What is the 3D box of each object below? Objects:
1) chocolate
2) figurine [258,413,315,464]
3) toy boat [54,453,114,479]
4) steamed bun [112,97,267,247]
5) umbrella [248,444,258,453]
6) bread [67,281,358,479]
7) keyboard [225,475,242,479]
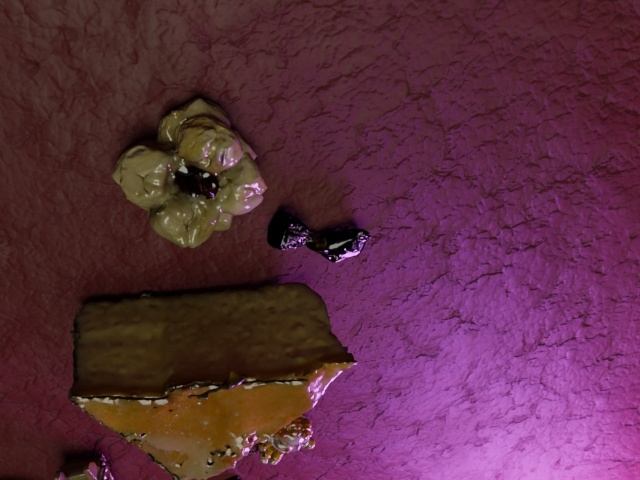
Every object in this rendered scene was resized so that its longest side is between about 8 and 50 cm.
[{"bbox_3d":[-0.002,0.001,1.159,0.147,0.070,0.072,17,147,-21],"label":"chocolate"},{"bbox_3d":[-0.061,0.349,1.382,0.101,0.068,0.143,-4,136,-4],"label":"figurine"},{"bbox_3d":[-0.395,0.492,1.374,0.089,0.115,0.310,-8,125,-6],"label":"toy boat"},{"bbox_3d":[-0.168,-0.072,1.048,0.177,0.106,0.192,-29,126,10],"label":"steamed bun"},{"bbox_3d":[-0.184,0.386,1.405,0.148,0.022,0.022,-9,83,-5],"label":"umbrella"},{"bbox_3d":[-0.171,0.152,1.118,0.315,0.248,0.279,-43,123,13],"label":"bread"},{"bbox_3d":[-0.131,0.573,1.537,0.106,0.027,0.317,-24,124,5],"label":"keyboard"}]
